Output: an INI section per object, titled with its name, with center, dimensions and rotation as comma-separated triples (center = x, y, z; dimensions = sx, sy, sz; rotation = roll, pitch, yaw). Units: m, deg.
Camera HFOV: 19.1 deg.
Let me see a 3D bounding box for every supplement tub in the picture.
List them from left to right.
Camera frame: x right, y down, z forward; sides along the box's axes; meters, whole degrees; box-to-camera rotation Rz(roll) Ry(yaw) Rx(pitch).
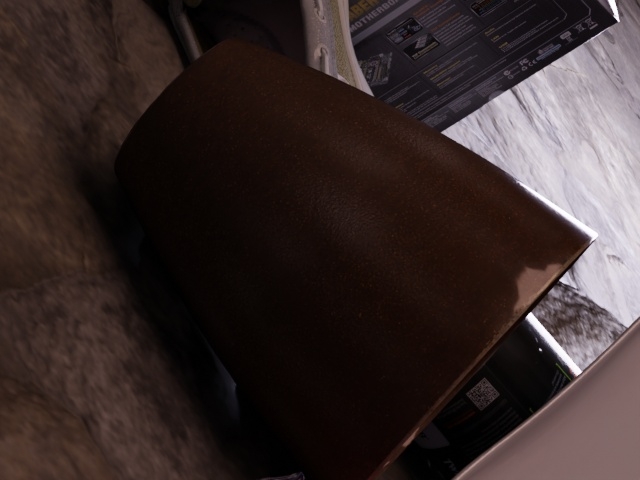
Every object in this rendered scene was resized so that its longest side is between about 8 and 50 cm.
[supplement tub]
center = 0.122, 0.116, 1.262
dimensions = 0.190, 0.117, 0.117
rotation = 49, 21, -20

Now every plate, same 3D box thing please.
[plate]
center = 0.206, 0.206, 1.208
dimensions = 0.277, 0.045, 0.278
rotation = -37, 104, -33

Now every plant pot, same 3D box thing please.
[plant pot]
center = 0.000, 0.000, 1.083
dimensions = 0.230, 0.215, 0.215
rotation = 42, 19, 6

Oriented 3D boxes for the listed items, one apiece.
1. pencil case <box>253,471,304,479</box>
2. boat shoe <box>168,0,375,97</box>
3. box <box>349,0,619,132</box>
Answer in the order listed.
[pencil case]
center = -0.036, 0.194, 0.779
dimensions = 0.124, 0.124, 0.284
rotation = 55, 21, -2
[boat shoe]
center = -0.044, -0.148, 1.302
dimensions = 0.103, 0.118, 0.320
rotation = 24, 43, -62
[box]
center = 0.082, -0.172, 1.450
dimensions = 0.183, 0.231, 0.056
rotation = 36, 31, -40
